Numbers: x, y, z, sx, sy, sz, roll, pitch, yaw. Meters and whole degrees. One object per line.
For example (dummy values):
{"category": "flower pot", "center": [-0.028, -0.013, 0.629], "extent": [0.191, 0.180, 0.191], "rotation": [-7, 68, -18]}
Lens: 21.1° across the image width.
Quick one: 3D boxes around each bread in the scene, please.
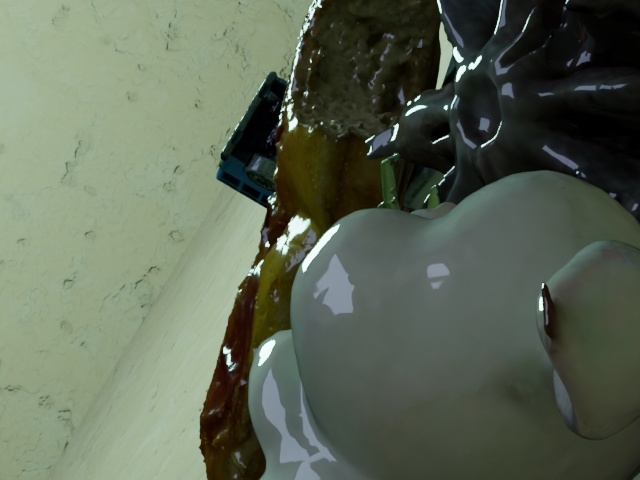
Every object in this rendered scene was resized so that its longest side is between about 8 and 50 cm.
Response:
{"category": "bread", "center": [0.000, 0.000, 1.168], "extent": [0.185, 0.109, 0.380], "rotation": [-58, -17, -70]}

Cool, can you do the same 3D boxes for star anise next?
{"category": "star anise", "center": [0.126, -0.041, 0.915], "extent": [0.359, 0.139, 0.316], "rotation": [-56, 31, 35]}

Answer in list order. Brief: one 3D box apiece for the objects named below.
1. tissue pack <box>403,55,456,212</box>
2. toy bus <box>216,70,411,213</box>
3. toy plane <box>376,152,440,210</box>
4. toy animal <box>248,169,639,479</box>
{"category": "tissue pack", "center": [0.178, -0.160, 1.156], "extent": [0.228, 0.103, 0.316], "rotation": [-46, 15, 42]}
{"category": "toy bus", "center": [0.013, -0.049, 1.413], "extent": [0.090, 0.184, 0.106], "rotation": [-60, 2, -17]}
{"category": "toy plane", "center": [0.044, 0.011, 0.872], "extent": [0.040, 0.102, 0.111], "rotation": [-13, -11, -28]}
{"category": "toy animal", "center": [0.054, 0.093, 0.702], "extent": [0.310, 0.182, 0.247], "rotation": [-54, 29, 12]}
